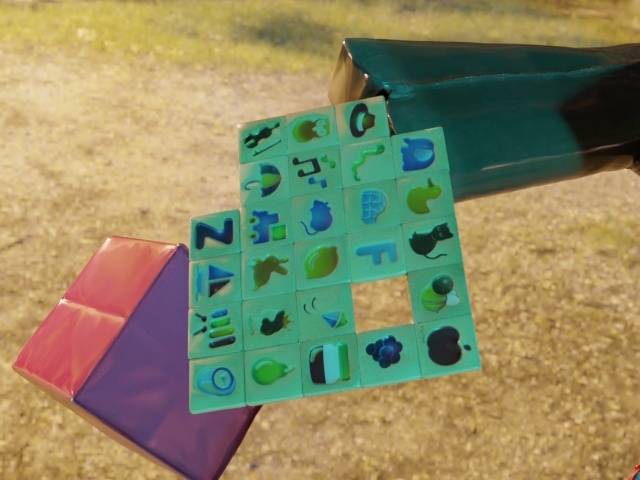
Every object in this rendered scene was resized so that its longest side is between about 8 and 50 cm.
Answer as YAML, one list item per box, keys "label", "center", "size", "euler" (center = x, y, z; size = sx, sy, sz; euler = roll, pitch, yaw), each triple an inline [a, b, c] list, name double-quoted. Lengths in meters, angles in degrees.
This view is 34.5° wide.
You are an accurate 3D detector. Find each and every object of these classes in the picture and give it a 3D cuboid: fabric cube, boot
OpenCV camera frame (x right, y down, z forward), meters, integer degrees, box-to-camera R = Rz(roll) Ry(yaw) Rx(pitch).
- label: "fabric cube"
  center: [-0.235, 0.165, 1.477]
  size: [0.254, 0.259, 0.258]
  euler: [42, -20, -26]
- label: "boot"
  center: [0.269, -0.087, 1.068]
  size: [0.446, 0.146, 0.367]
  euler: [-4, 39, -27]

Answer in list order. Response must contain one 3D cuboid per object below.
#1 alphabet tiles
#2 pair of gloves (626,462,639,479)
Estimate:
- label: "alphabet tiles"
  center: [0.000, 0.000, 0.741]
  size: [0.198, 0.009, 0.237]
  euler: [-10, 58, 9]
- label: "pair of gloves"
  center: [0.480, 0.426, 1.496]
  size: [0.198, 0.023, 0.159]
  euler: [-38, 71, -24]
